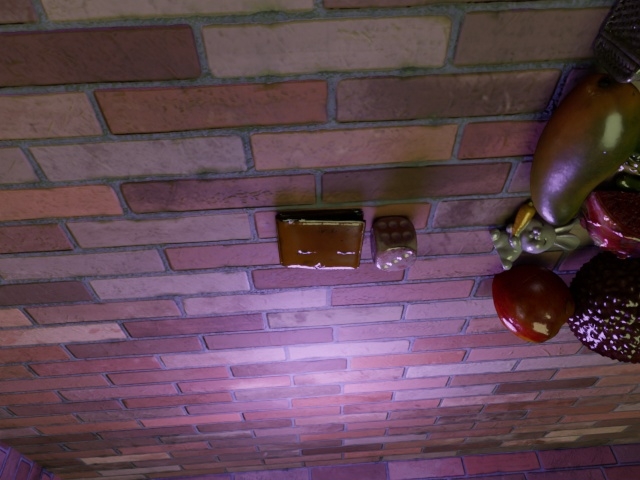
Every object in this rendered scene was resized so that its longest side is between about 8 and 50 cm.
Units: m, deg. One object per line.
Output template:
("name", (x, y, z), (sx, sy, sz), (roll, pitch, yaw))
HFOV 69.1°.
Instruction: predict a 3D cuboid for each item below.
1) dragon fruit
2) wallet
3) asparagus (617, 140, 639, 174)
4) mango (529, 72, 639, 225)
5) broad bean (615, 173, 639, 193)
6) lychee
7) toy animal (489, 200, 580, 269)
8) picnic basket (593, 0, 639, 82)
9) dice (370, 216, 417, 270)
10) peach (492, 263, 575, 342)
("dragon fruit", (0.686, -0.015, 1.004), (0.274, 0.126, 0.161), (4, 159, -2))
("wallet", (0.000, -0.001, 1.051), (0.196, 0.042, 0.161), (-1, 134, -2))
("asparagus", (0.701, -0.174, 0.869), (0.382, 0.108, 0.128), (-12, 123, 11))
("mango", (0.461, -0.161, 0.835), (0.129, 0.146, 0.289), (-34, 156, -31))
("broad bean", (0.726, -0.140, 0.955), (0.214, 0.048, 0.070), (-15, 139, 16))
("lychee", (0.747, 0.162, 1.135), (0.276, 0.275, 0.304), (-22, 119, 19))
("toy animal", (0.488, -0.020, 1.057), (0.182, 0.131, 0.127), (-21, 169, 28))
("picnic basket", (0.545, -0.304, 0.688), (0.196, 0.134, 0.154), (3, 135, -9))
("dice", (0.161, 0.008, 1.034), (0.093, 0.094, 0.091), (-4, 138, -3))
("peach", (0.522, 0.147, 1.163), (0.197, 0.197, 0.197), (-3, 139, -2))
